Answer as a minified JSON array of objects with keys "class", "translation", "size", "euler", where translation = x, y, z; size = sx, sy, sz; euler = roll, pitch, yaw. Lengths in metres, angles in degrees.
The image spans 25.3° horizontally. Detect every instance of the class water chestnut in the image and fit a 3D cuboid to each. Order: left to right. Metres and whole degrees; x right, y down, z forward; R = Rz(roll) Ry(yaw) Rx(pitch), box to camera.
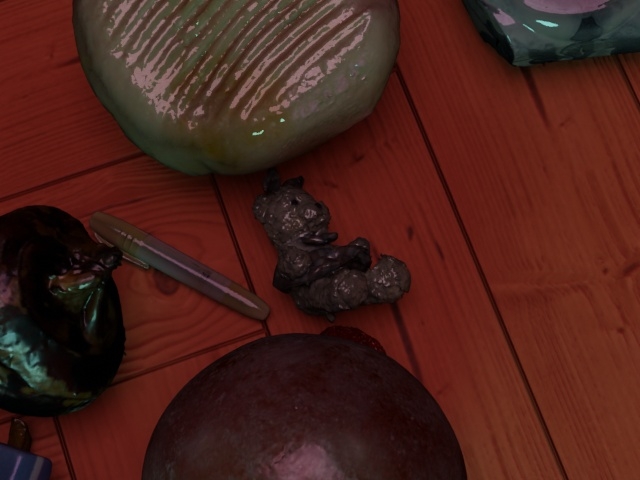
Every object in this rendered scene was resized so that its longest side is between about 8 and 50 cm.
[{"class":"water chestnut","translation":[-0.296,0.071,1.489],"size":[0.238,0.223,0.224],"euler":[-17,69,27]}]

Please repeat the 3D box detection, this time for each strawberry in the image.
[{"class":"strawberry","translation":[0.031,0.130,1.545],"size":[0.083,0.083,0.096],"euler":[-41,43,-12]}]

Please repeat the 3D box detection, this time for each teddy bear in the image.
[{"class":"teddy bear","translation":[-0.005,0.020,1.573],"size":[0.213,0.133,0.111],"euler":[47,121,33]}]

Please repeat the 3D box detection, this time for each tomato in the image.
[{"class":"tomato","translation":[-0.016,0.243,1.382],"size":[0.316,0.317,0.283],"euler":[4,50,2]}]

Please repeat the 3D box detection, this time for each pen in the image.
[{"class":"pen","translation":[-0.161,0.032,1.602],"size":[0.233,0.032,0.040],"euler":[29,97,9]}]

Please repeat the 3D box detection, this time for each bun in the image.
[{"class":"bun","translation":[-0.090,-0.242,1.595],"size":[0.365,0.219,0.365],"euler":[-1,79,7]}]

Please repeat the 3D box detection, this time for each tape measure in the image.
[{"class":"tape measure","translation":[0.281,-0.326,1.658],"size":[0.256,0.147,0.275],"euler":[-6,75,1]}]

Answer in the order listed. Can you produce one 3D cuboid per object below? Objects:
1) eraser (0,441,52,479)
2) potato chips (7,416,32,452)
[{"class":"eraser","translation":[-0.396,0.237,1.507],"size":[0.225,0.036,0.082],"euler":[14,79,19]},{"class":"potato chips","translation":[-0.346,0.290,1.517],"size":[0.026,0.037,0.204],"euler":[14,77,16]}]
